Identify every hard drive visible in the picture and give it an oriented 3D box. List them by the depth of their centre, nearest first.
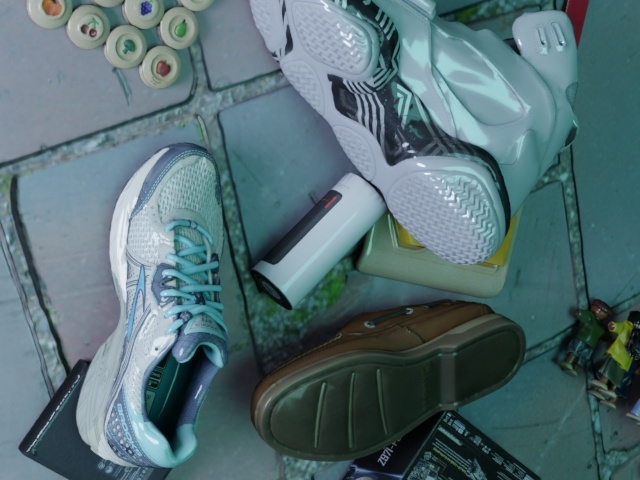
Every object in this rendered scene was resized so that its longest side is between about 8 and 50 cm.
[{"bbox_3d":[-0.189,0.178,1.051,0.135,0.022,0.094,40,80,-34],"label":"hard drive"}]

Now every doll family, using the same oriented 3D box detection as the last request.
[{"bbox_3d":[0.363,0.139,1.373,0.193,0.076,0.111,41,75,-38],"label":"doll family"}]

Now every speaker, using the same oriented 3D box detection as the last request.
[{"bbox_3d":[0.000,0.000,1.107,0.136,0.055,0.055,-45,122,-15],"label":"speaker"}]

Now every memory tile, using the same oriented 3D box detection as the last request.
[{"bbox_3d":[-0.161,-0.202,0.976,0.148,0.012,0.113,27,87,-35],"label":"memory tile"}]

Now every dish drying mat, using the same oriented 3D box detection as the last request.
[{"bbox_3d":[0.267,-0.231,1.250,0.032,0.008,0.083,7,98,-35],"label":"dish drying mat"}]

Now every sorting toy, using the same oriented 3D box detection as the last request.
[{"bbox_3d":[0.141,-0.050,1.196,0.193,0.038,0.208,13,95,-35],"label":"sorting toy"}]

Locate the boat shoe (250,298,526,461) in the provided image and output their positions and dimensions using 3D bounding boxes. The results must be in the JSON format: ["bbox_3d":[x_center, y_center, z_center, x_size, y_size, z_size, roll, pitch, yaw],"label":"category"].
[{"bbox_3d":[0.053,0.129,1.151,0.307,0.104,0.110,-10,116,-32],"label":"boat shoe"}]

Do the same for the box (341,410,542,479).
[{"bbox_3d":[0.125,0.262,1.243,0.180,0.077,0.147,39,80,-34],"label":"box"}]

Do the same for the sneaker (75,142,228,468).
[{"bbox_3d":[-0.115,0.058,0.995,0.110,0.122,0.283,11,87,-38],"label":"sneaker"}]

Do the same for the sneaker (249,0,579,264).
[{"bbox_3d":[0.096,-0.174,1.065,0.210,0.137,0.366,-43,107,-24],"label":"sneaker"}]
